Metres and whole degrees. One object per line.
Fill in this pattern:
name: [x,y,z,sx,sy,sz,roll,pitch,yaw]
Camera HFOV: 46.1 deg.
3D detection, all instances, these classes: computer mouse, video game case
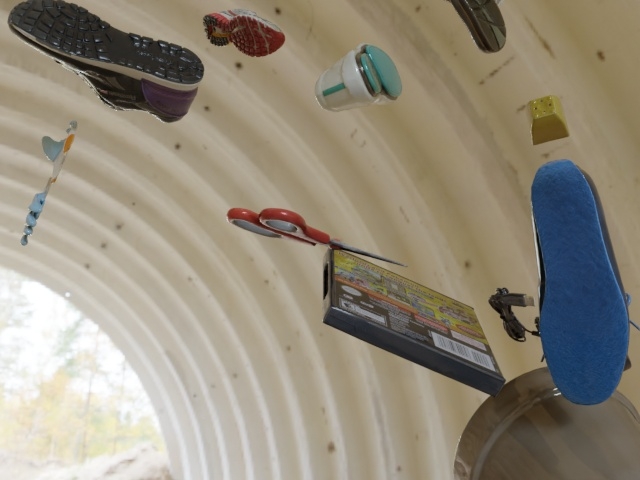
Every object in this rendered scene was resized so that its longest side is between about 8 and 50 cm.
computer mouse: [0.437,0.147,1.378,0.262,0.060,0.184,14,-27,46]
video game case: [0.132,0.115,1.152,0.275,0.035,0.248,24,18,-8]

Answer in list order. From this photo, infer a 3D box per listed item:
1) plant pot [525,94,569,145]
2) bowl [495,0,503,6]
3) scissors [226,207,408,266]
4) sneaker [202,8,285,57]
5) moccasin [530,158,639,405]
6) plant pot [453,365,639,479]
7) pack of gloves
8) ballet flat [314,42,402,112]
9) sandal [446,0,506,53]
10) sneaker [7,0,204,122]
plant pot: [0.484,-0.268,1.622,0.081,0.081,0.083,-14,-28,20]
bowl: [0.303,-0.505,1.134,0.134,0.298,0.298,38,-26,0]
scissors: [0.000,0.000,1.062,0.109,0.021,0.297,-6,-18,41]
sneaker: [-0.152,-0.453,1.593,0.225,0.092,0.088,28,-42,38]
moccasin: [0.377,0.055,1.063,0.137,0.342,0.117,-2,5,25]
plant pot: [0.403,0.394,1.140,0.323,0.323,0.280,6,16,-16]
pack of gloves: [-0.448,-0.104,1.204,0.046,0.195,0.232,25,6,-21]
ballet flat: [0.071,-0.321,1.523,0.139,0.139,0.400,-6,12,15]
sandal: [0.187,-0.354,1.036,0.090,0.219,0.060,-32,8,-39]
sneaker: [-0.326,-0.251,1.121,0.283,0.107,0.124,20,-44,-14]
